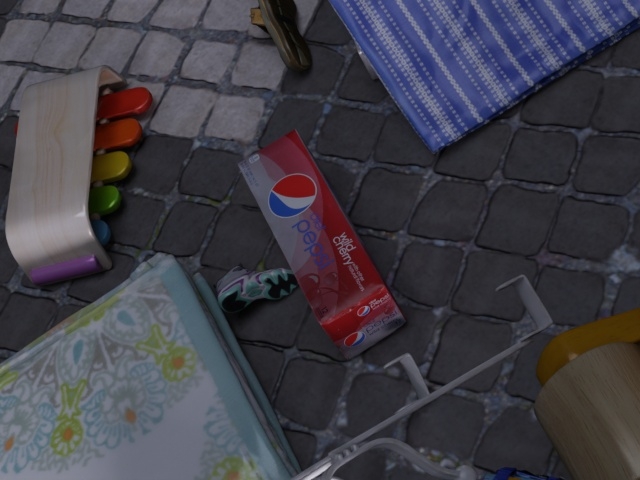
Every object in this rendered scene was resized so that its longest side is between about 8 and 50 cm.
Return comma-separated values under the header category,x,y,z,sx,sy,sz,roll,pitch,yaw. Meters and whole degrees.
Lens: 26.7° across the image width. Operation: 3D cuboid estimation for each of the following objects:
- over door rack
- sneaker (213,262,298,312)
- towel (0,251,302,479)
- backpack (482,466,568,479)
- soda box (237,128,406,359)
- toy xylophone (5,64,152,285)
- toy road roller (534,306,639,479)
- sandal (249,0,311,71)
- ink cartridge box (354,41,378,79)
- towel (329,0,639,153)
category,x,y,z,sx,sy,sz,roll,pitch,yaw
over door rack,0.071,0.190,1.243,0.108,0.239,0.324,50,51,1
sneaker,-0.078,0.043,1.568,0.098,0.038,0.069,-16,31,-11
towel,-0.215,0.224,1.489,0.320,0.090,0.374,-35,52,4
backpack,0.226,0.296,1.222,0.173,0.117,0.158,10,65,26
soda box,0.000,0.000,1.523,0.083,0.092,0.263,-31,52,2
toy xylophone,-0.353,-0.096,1.751,0.236,0.081,0.323,-5,58,22
toy road roller,0.366,0.102,1.162,0.329,0.241,0.202,-17,51,-14
sandal,-0.062,-0.282,1.753,0.049,0.072,0.180,-37,53,26
ink cartridge box,0.125,-0.285,1.665,0.180,0.060,0.104,-23,53,9
towel,0.207,-0.286,1.580,0.336,0.040,0.243,-33,79,2
